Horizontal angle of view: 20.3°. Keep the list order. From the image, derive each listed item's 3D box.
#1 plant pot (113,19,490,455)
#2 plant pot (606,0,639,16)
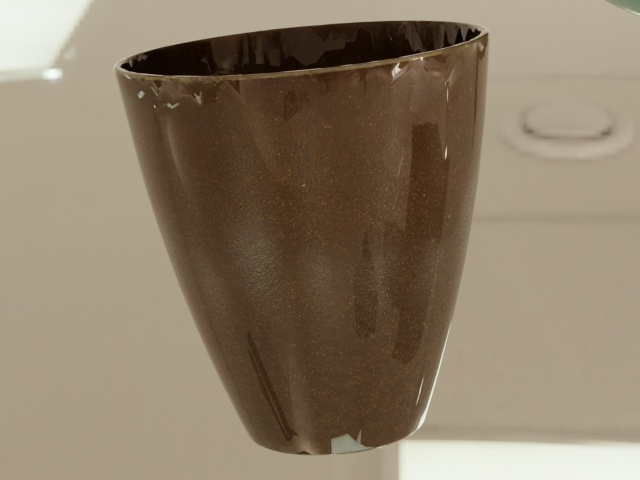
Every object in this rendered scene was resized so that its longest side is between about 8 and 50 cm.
[{"bbox_3d":[0.000,0.000,1.043,0.215,0.230,0.215,-5,-168,1],"label":"plant pot"},{"bbox_3d":[0.233,-0.285,1.148,0.293,0.235,0.293,-35,180,0],"label":"plant pot"}]
